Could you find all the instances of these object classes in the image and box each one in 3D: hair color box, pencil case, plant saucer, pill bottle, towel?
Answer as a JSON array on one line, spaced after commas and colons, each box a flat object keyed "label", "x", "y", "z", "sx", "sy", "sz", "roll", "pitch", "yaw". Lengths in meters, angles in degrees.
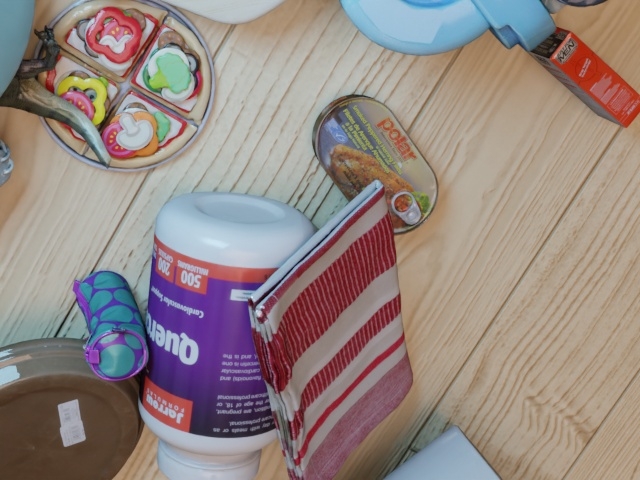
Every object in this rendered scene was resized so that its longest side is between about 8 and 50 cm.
[{"label": "hair color box", "x": 0.321, "y": -0.199, "z": 1.153, "sx": 0.141, "sy": 0.072, "sz": 0.043, "roll": 34, "pitch": 99, "yaw": -23}, {"label": "pencil case", "x": -0.238, "y": 0.092, "z": 1.075, "sx": 0.070, "sy": 0.152, "sz": 0.065, "roll": 10, "pitch": 110, "yaw": -24}, {"label": "plant saucer", "x": -0.332, "y": 0.233, "z": 1.113, "sx": 0.277, "sy": 0.041, "sz": 0.278, "roll": -16, "pitch": 129, "yaw": -21}, {"label": "pill bottle", "x": -0.112, "y": 0.117, "z": 1.099, "sx": 0.181, "sy": 0.181, "sz": 0.323, "roll": 4, "pitch": 108, "yaw": -15}, {"label": "towel", "x": 0.027, "y": 0.124, "z": 1.105, "sx": 0.237, "sy": 0.037, "sz": 0.329, "roll": -44, "pitch": 139, "yaw": -34}]

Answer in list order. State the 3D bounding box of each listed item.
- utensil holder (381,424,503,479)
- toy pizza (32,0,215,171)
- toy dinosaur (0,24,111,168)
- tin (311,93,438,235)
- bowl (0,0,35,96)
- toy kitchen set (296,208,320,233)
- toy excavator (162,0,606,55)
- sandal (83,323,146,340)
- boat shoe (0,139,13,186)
[{"label": "utensil holder", "x": 0.122, "y": 0.471, "z": 1.213, "sx": 0.385, "sy": 0.327, "sz": 0.328, "roll": -41, "pitch": 114, "yaw": 0}, {"label": "toy pizza", "x": -0.215, "y": -0.170, "z": 1.050, "sx": 0.201, "sy": 0.032, "sz": 0.201, "roll": -5, "pitch": 110, "yaw": -13}, {"label": "toy dinosaur", "x": -0.327, "y": -0.180, "z": 0.992, "sx": 0.268, "sy": 0.064, "sz": 0.118, "roll": 22, "pitch": 116, "yaw": -8}, {"label": "tin", "x": 0.067, "y": -0.091, "z": 1.148, "sx": 0.106, "sy": 0.040, "sz": 0.190, "roll": -36, "pitch": 114, "yaw": 5}, {"label": "bowl", "x": -0.428, "y": -0.233, "z": 0.838, "sx": 0.311, "sy": 0.163, "sz": 0.312, "roll": 0, "pitch": 89, "yaw": 3}, {"label": "toy kitchen set", "x": 0.000, "y": 0.000, "z": 1.172, "sx": 0.083, "sy": 0.075, "sz": 0.068, "roll": 44, "pitch": 138, "yaw": 8}, {"label": "toy excavator", "x": 0.026, "y": -0.305, "z": 0.983, "sx": 0.445, "sy": 0.222, "sz": 0.433, "roll": -41, "pitch": 113, "yaw": 12}, {"label": "sandal", "x": -0.272, "y": 0.140, "z": 1.139, "sx": 0.179, "sy": 0.040, "sz": 0.067, "roll": -20, "pitch": 123, "yaw": -18}, {"label": "boat shoe", "x": -0.367, "y": -0.080, "z": 1.002, "sx": 0.081, "sy": 0.079, "sz": 0.228, "roll": 5, "pitch": 132, "yaw": -31}]
